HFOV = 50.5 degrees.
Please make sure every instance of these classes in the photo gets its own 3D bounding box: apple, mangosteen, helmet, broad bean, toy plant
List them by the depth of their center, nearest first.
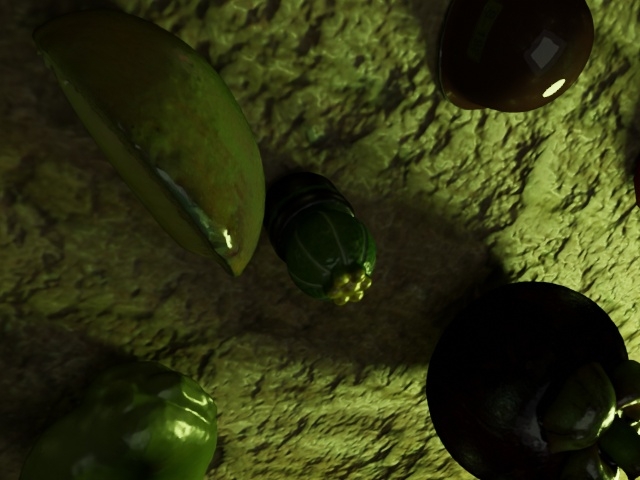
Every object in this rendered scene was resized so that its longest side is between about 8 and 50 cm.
[{"bbox_3d":[-0.110,-0.077,0.560,0.120,0.193,0.265,-39,132,-7],"label":"apple"},{"bbox_3d":[0.205,-0.187,0.684,0.155,0.106,0.175,13,123,-34],"label":"helmet"},{"bbox_3d":[0.000,0.000,0.688,0.092,0.162,0.093,-15,131,-18],"label":"toy plant"},{"bbox_3d":[-0.236,0.263,0.816,0.237,0.119,0.291,-7,132,-34],"label":"broad bean"},{"bbox_3d":[0.296,0.216,0.935,0.300,0.300,0.301,-14,132,-17],"label":"mangosteen"}]

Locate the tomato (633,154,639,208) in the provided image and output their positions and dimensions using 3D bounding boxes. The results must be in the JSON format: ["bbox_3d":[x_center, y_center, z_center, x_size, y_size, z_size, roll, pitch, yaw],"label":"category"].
[{"bbox_3d":[0.562,-0.092,0.920,0.232,0.140,0.201,-11,124,-19],"label":"tomato"}]
